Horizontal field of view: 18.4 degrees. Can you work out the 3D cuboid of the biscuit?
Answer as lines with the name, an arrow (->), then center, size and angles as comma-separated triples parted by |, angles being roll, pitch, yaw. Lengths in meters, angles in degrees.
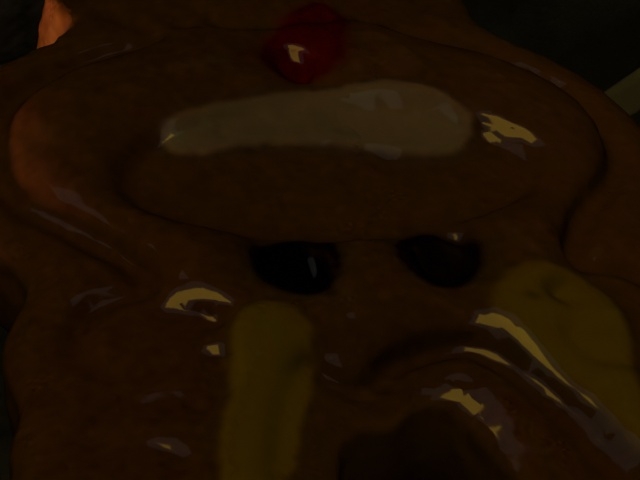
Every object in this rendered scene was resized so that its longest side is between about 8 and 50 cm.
biscuit -> 0.001, -0.003, 0.463 | 0.186, 0.044, 0.295 | -2, 37, -18

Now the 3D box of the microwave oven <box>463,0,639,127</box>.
microwave oven -> 0.103, -0.035, 0.674 | 0.240, 0.194, 0.145 | -34, 47, -26
